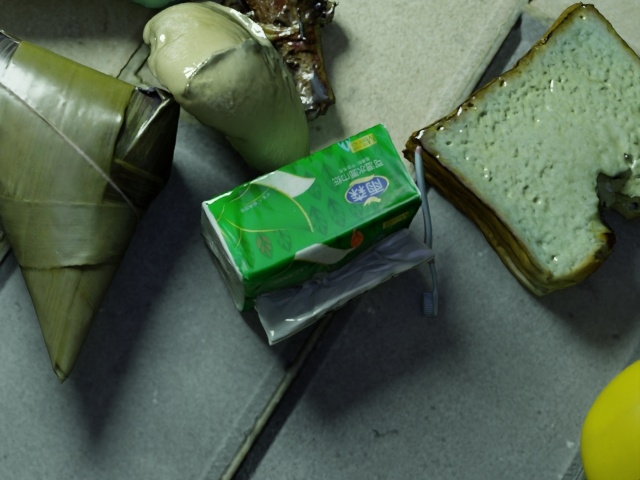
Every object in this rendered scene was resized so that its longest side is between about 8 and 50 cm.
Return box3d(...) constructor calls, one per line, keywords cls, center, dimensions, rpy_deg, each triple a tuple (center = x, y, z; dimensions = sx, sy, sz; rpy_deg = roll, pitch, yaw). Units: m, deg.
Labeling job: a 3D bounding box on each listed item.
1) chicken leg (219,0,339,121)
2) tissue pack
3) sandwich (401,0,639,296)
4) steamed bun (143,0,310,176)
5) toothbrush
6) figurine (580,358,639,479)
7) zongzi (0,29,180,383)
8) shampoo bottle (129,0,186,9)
box3d(cls="chicken leg", center=(-0.032, -0.235, 1.465), dimensions=(0.125, 0.080, 0.196), rpy_deg=(-36, 92, -3))
box3d(cls="tissue pack", center=(-0.001, 0.001, 1.374), dimensions=(0.209, 0.148, 0.156), rpy_deg=(-25, 81, -12))
box3d(cls="sandwich", center=(0.274, -0.099, 1.459), dimensions=(0.273, 0.095, 0.249), rpy_deg=(-40, 85, -12))
box3d(cls="steamed bun", center=(-0.103, -0.186, 1.379), dimensions=(0.110, 0.231, 0.212), rpy_deg=(-41, 61, 5))
box3d(cls="toothbrush", center=(0.114, -0.009, 1.421), dimensions=(0.019, 0.013, 0.193), rpy_deg=(-5, 105, 1))
box3d(cls="figurine", center=(0.432, 0.263, 1.366), dimensions=(0.343, 0.187, 0.215), rpy_deg=(44, 89, -3))
box3d(cls="zongzi", center=(-0.324, -0.050, 1.334), dimensions=(0.289, 0.154, 0.318), rpy_deg=(21, 69, -2))
box3d(cls="shampoo bottle", center=(-0.280, -0.362, 1.417), dimensions=(0.349, 0.151, 0.222), rpy_deg=(20, 68, -3))
